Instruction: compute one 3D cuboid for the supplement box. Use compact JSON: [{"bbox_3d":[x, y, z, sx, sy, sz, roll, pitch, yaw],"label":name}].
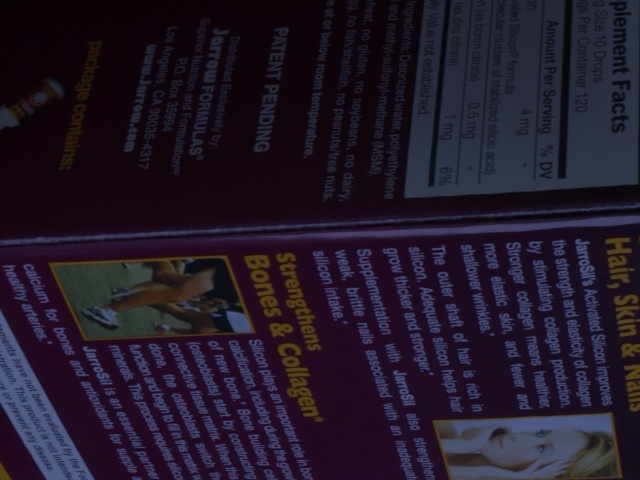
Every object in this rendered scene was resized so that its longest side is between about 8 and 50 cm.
[{"bbox_3d":[0.000,0.000,0.448,0.188,0.081,0.104,-3,141,13],"label":"supplement box"}]
